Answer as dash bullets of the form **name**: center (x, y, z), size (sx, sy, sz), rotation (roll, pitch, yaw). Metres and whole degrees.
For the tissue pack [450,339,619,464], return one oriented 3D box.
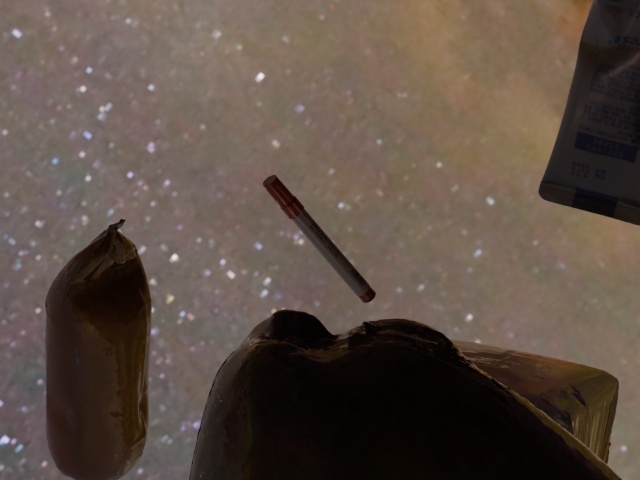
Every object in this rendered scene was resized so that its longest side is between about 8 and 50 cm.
- **tissue pack**: center (0.158, 0.173, 1.064), size (0.185, 0.124, 0.225), rotation (8, -173, 23)

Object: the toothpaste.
- **toothpaste**: center (0.248, -0.149, 0.949), size (0.096, 0.266, 0.061), rotation (17, -160, 25)

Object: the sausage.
- **sausage**: center (-0.231, 0.110, 1.223), size (0.112, 0.328, 0.112), rotation (6, -149, -3)

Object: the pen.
- **pen**: center (0.000, 0.000, 1.666), size (0.239, 0.028, 0.028), rotation (49, -160, -22)

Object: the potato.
- **potato**: center (0.065, 0.187, 0.570), size (0.351, 0.218, 0.202), rotation (62, -169, -7)
